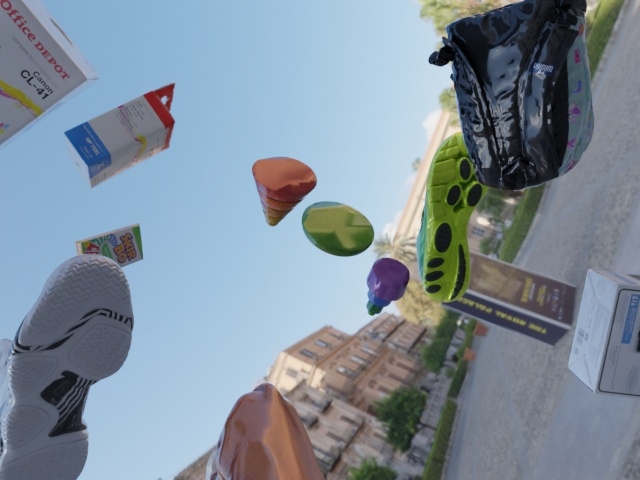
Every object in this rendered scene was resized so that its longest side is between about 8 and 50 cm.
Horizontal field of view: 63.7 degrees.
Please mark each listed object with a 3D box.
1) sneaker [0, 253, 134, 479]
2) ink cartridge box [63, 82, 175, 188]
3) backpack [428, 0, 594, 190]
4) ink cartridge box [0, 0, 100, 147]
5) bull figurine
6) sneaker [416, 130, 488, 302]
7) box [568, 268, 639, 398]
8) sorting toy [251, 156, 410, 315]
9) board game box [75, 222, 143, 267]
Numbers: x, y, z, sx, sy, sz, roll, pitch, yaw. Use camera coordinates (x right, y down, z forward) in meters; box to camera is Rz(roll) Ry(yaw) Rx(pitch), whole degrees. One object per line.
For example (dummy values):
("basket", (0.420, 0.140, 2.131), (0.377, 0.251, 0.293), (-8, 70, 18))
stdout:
("sneaker", (-0.379, 0.159, 0.723), (0.137, 0.210, 0.365), (10, -73, -39))
("ink cartridge box", (-0.369, -0.206, 1.010), (0.231, 0.078, 0.134), (-35, 2, -24))
("backpack", (0.210, -0.144, 0.525), (0.115, 0.152, 0.181), (-22, -74, -37))
("ink cartridge box", (-0.660, -0.339, 1.056), (0.306, 0.226, 0.131), (-35, 23, 4))
("bull figurine", (-0.037, 0.269, 0.430), (0.188, 0.101, 0.310), (-62, 26, 21))
("sneaker", (0.215, -0.045, 0.898), (0.123, 0.110, 0.295), (-131, 50, -80))
("box", (0.535, 0.144, 0.745), (0.087, 0.290, 0.169), (-80, -2, -80))
("sorting toy", (0.000, 0.000, 0.913), (0.127, 0.365, 0.126), (-22, -35, -39))
("board game box", (-0.662, 0.031, 1.653), (0.259, 0.039, 0.124), (-33, -54, -62))
